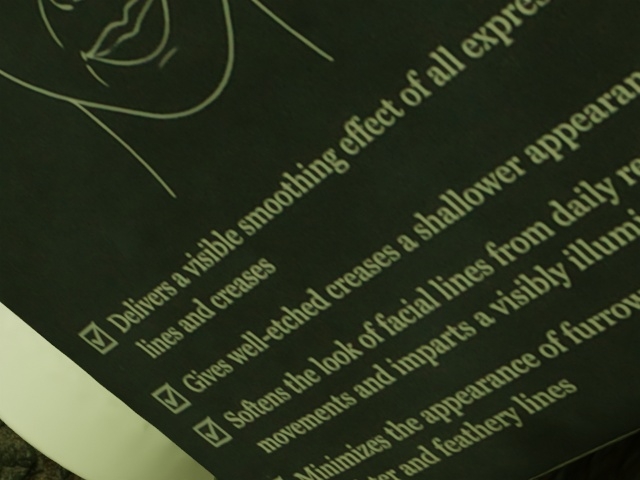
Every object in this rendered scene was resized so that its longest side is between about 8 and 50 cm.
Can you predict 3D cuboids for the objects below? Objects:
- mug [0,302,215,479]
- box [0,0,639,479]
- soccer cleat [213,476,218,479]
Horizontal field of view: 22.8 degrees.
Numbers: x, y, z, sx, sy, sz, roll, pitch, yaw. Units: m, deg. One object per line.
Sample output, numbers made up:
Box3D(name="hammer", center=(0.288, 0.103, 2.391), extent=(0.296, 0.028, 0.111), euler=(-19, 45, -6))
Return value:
Box3D(name="mug", center=(-0.058, 0.011, 1.275), extent=(0.374, 0.276, 0.328), euler=(16, -70, -52))
Box3D(name="box", center=(-0.020, -0.131, 0.472), extent=(0.293, 0.395, 0.212), euler=(-35, 19, 45))
Box3D(name="soccer cleat", center=(-0.020, 0.137, 1.064), extent=(0.060, 0.072, 0.179), euler=(29, 100, 60))
